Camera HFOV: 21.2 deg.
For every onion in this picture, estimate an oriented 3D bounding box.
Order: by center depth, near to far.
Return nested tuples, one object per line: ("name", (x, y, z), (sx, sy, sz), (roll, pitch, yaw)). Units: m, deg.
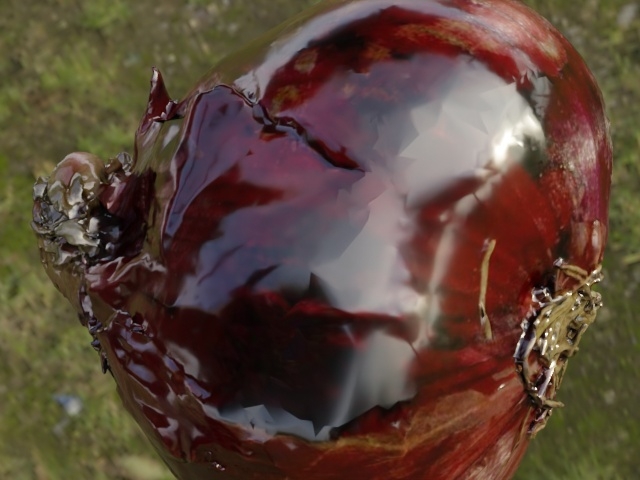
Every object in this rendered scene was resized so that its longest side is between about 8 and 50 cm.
("onion", (0.018, 0.007, 0.787), (0.281, 0.281, 0.221), (1, 9, 26))
